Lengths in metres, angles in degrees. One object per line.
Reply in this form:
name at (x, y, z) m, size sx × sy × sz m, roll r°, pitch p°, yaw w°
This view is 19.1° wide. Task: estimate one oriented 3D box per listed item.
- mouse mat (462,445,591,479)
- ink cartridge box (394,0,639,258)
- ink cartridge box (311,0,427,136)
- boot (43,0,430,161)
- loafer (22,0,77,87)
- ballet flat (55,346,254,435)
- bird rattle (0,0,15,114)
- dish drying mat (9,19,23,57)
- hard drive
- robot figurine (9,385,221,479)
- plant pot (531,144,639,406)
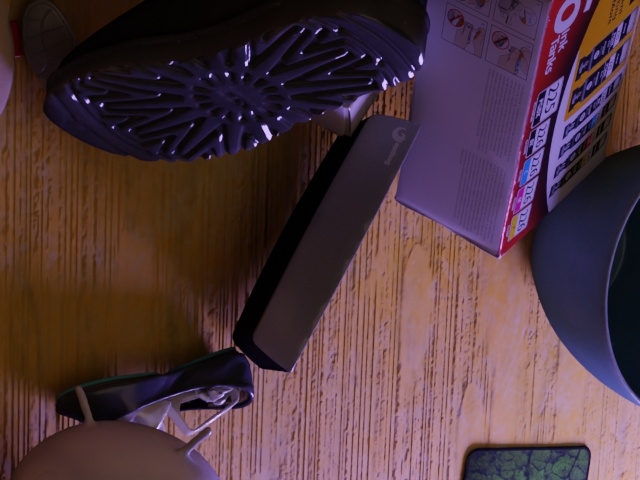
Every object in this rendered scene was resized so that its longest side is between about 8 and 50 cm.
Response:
mouse mat at (0.222, 0.301, 2.096) m, size 0.189 × 0.007 × 0.153 m, roll 3°, pitch 98°, yaw -36°
ink cartridge box at (0.213, -0.189, 1.801) m, size 0.272 × 0.130 × 0.309 m, roll -41°, pitch 150°, yaw -38°
ink cartridge box at (0.015, -0.225, 1.724) m, size 0.212 × 0.154 × 0.093 m, roll -58°, pitch 171°, yaw -10°
boot at (-0.040, -0.305, 1.614) m, size 0.146 × 0.367 × 0.445 m, roll 40°, pitch 49°, yaw -45°
loafer at (-0.225, -0.153, 1.647) m, size 0.045 × 0.039 × 0.125 m, roll -18°, pitch 111°, yaw 3°
ballet flat at (-0.143, 0.149, 1.742) m, size 0.203 × 0.074 × 0.074 m, roll -12°, pitch 107°, yaw -37°
bird rattle at (-0.328, -0.123, 1.517) m, size 0.207 × 0.143 × 0.254 m, roll -10°, pitch 108°, yaw -45°
dish drying mat at (-0.291, -0.162, 1.608) m, size 0.083 × 0.008 × 0.032 m, roll -19°, pitch 110°, yaw -32°
hard drive at (0.000, 0.000, 1.769) m, size 0.054 × 0.172 × 0.255 m, roll 29°, pitch 83°, yaw -9°
robot figurine at (-0.191, 0.308, 1.652) m, size 0.300 × 0.200 × 0.353 m, roll 14°, pitch 102°, yaw 0°
plant pot at (0.336, 0.024, 1.999) m, size 0.290 × 0.195 × 0.290 m, roll -9°, pitch 105°, yaw -35°
